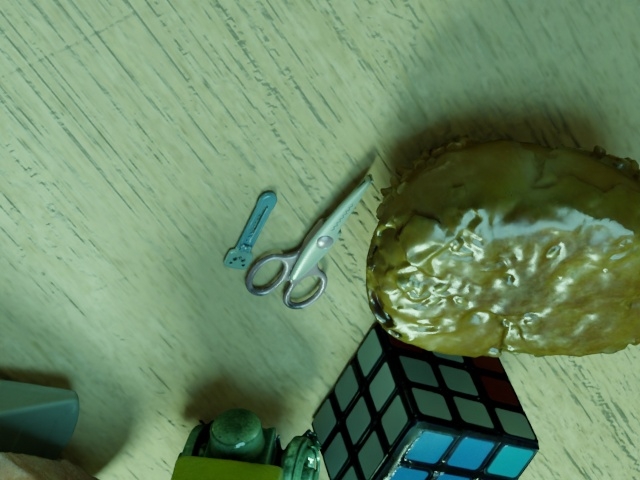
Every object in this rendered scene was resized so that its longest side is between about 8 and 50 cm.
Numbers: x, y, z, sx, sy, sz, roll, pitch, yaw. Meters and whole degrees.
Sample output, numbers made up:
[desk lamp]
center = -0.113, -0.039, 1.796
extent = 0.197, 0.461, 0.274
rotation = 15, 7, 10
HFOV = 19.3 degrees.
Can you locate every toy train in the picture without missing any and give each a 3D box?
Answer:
[toy train]
center = -0.082, 0.354, 1.963
extent = 0.150, 0.237, 0.369
rotation = 4, 132, 11

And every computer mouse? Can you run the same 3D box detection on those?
[computer mouse]
center = -0.348, 0.187, 1.863
extent = 0.231, 0.079, 0.128
rotation = -2, 138, -40

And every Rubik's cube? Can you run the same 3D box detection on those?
[Rubik's cube]
center = 0.108, 0.205, 1.974
extent = 0.162, 0.163, 0.161
rotation = 16, 122, -27

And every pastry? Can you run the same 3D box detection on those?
[pastry]
center = 0.194, 0.004, 1.836
extent = 0.310, 0.162, 0.255
rotation = 3, 138, -9

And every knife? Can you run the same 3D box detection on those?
[knife]
center = -0.066, -0.009, 1.837
extent = 0.027, 0.010, 0.096
rotation = 11, 124, -27

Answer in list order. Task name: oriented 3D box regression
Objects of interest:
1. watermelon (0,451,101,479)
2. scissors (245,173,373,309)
[watermelon]
center = -0.290, 0.348, 1.848
extent = 0.283, 0.250, 0.292
rotation = -24, 165, -10
[scissors]
center = 0.000, 0.000, 1.859
extent = 0.085, 0.022, 0.176
rotation = 23, 121, -29
